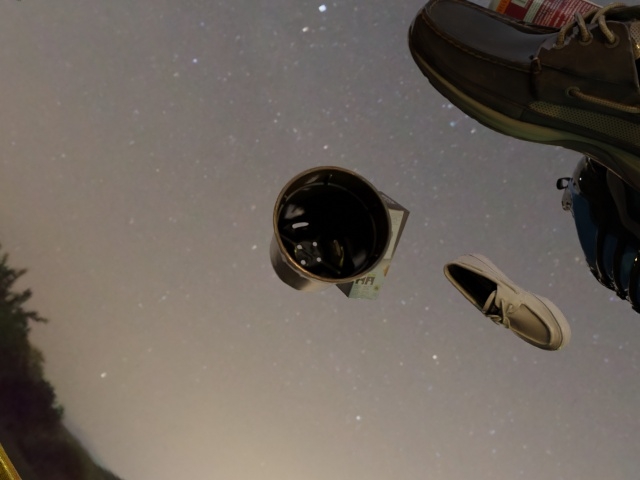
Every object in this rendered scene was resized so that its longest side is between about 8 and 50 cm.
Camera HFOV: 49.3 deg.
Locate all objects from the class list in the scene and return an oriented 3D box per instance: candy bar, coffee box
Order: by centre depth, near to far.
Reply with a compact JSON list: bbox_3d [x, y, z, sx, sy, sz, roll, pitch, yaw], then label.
[{"bbox_3d":[-0.404,0.288,0.890,0.040,0.018,0.161,-36,-96,32],"label":"candy bar"},{"bbox_3d":[0.113,0.007,1.755,0.141,0.098,0.246,43,-60,51],"label":"coffee box"}]

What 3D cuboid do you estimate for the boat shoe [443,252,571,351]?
[{"bbox_3d":[0.328,0.117,1.266,0.258,0.084,0.095,38,-55,38],"label":"boat shoe"}]

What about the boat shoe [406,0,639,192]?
[{"bbox_3d":[0.254,-0.152,0.630,0.355,0.132,0.130,26,-42,7],"label":"boat shoe"}]

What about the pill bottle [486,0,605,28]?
[{"bbox_3d":[0.343,-0.281,0.981,0.221,0.121,0.121,31,-29,16],"label":"pill bottle"}]

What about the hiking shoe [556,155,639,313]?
[{"bbox_3d":[0.345,0.028,0.705,0.132,0.113,0.304,108,-27,-58],"label":"hiking shoe"}]

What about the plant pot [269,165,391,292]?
[{"bbox_3d":[0.000,0.000,1.019,0.167,0.167,0.165,49,-21,5],"label":"plant pot"}]
